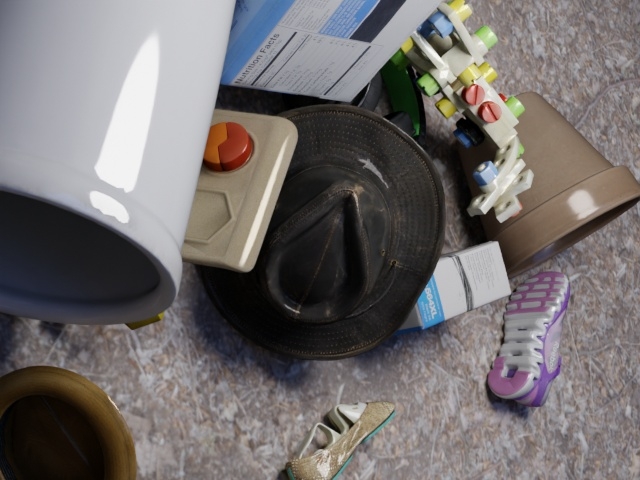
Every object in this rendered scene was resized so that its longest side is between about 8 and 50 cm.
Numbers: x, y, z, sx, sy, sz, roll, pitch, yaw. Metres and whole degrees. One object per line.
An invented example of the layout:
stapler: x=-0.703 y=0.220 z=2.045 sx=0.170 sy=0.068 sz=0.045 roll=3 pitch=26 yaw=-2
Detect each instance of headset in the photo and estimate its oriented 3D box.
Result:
headset: x=0.026 y=-0.157 z=1.701 sx=0.243 sy=0.185 sz=0.394 roll=52 pitch=35 yaw=-26

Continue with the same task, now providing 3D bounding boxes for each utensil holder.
utensil holder: x=-0.265 y=-0.149 z=1.274 sx=0.327 sy=0.327 sz=0.386 roll=30 pitch=59 yaw=-34

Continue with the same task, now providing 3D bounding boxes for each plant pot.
plant pot: x=0.330 y=-0.098 z=1.887 sx=0.263 sy=0.263 sz=0.229 roll=-18 pitch=74 yaw=-44

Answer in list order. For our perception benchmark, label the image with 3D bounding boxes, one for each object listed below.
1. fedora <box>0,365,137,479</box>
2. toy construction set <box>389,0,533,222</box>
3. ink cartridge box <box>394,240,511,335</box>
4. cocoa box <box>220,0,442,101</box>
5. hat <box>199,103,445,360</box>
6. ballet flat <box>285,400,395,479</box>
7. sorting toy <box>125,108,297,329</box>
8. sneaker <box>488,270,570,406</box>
fedora: x=-0.279 y=0.219 z=1.311 sx=0.079 sy=0.194 sz=0.194 roll=-63 pitch=130 yaw=-77
toy construction set: x=0.211 y=-0.192 z=1.704 sx=0.151 sy=0.215 sz=0.328 roll=-27 pitch=108 yaw=-4
ink cartridge box: x=0.147 y=0.072 z=1.717 sx=0.203 sy=0.148 sz=0.086 roll=-15 pitch=89 yaw=-43
cocoa box: x=-0.045 y=-0.380 z=1.517 sx=0.228 sy=0.231 sz=0.347 roll=2 pitch=54 yaw=-41
hat: x=0.000 y=0.000 z=1.483 sx=0.134 sy=0.331 sz=0.331 roll=-81 pitch=149 yaw=-81
ballet flat: x=0.026 y=0.258 z=1.618 sx=0.067 sy=0.073 sz=0.206 roll=51 pitch=45 yaw=-2
sorting toy: x=-0.175 y=-0.035 z=1.422 sx=0.041 sy=0.229 sz=0.307 roll=78 pitch=26 yaw=-59
sneaker: x=0.342 y=0.161 z=1.923 sx=0.104 sy=0.095 sz=0.236 roll=43 pitch=59 yaw=-35
